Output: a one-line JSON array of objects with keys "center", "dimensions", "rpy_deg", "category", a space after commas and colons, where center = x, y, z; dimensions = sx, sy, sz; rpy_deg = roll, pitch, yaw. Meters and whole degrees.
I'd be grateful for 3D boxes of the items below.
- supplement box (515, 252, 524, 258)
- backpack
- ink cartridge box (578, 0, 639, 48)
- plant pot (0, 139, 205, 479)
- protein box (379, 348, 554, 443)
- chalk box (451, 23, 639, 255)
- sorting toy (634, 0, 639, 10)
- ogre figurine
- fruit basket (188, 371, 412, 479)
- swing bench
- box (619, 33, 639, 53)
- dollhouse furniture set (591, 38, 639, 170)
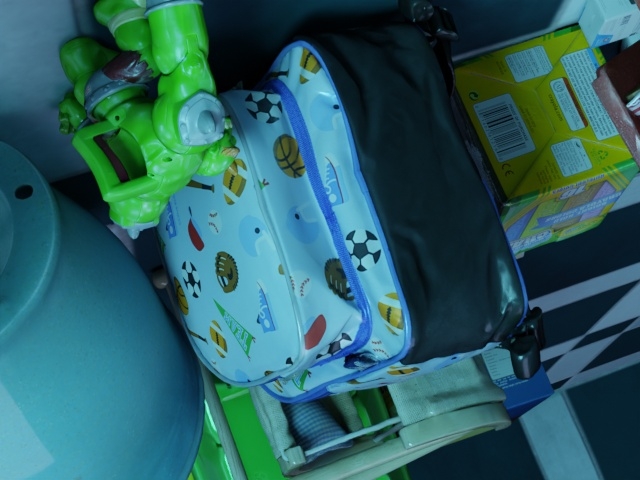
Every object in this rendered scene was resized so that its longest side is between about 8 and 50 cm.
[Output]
[{"center": [0.197, 0.015, 1.542], "dimensions": [0.098, 0.036, 0.062], "rpy_deg": [-22, 163, -1], "category": "supplement box"}, {"center": [0.000, 0.000, 0.915], "dimensions": [0.213, 0.276, 0.263], "rpy_deg": [-9, 166, -21], "category": "backpack"}, {"center": [0.253, -0.187, 1.012], "dimensions": [0.083, 0.028, 0.048], "rpy_deg": [-19, 163, -9], "category": "ink cartridge box"}, {"center": [-0.231, 0.067, 0.853], "dimensions": [0.272, 0.271, 0.255], "rpy_deg": [-20, 147, -7], "category": "plant pot"}, {"center": [0.146, 0.146, 1.597], "dimensions": [0.200, 0.201, 0.136], "rpy_deg": [-14, 161, -23], "category": "protein box"}, {"center": [0.175, -0.068, 1.107], "dimensions": [0.132, 0.132, 0.213], "rpy_deg": [-19, 164, -8], "category": "chalk box"}, {"center": [0.241, -0.236, 0.747], "dimensions": [0.255, 0.089, 0.257], "rpy_deg": [-34, 158, 36], "category": "sorting toy"}, {"center": [-0.107, -0.080, 0.753], "dimensions": [0.197, 0.118, 0.097], "rpy_deg": [-34, 159, 36], "category": "ogre figurine"}, {"center": [-0.047, 0.266, 1.518], "dimensions": [0.283, 0.392, 0.392], "rpy_deg": [-19, 163, -6], "category": "fruit basket"}, {"center": [0.015, 0.102, 1.221], "dimensions": [0.255, 0.253, 0.165], "rpy_deg": [-26, 162, 13], "category": "swing bench"}, {"center": [0.374, -0.123, 1.090], "dimensions": [0.182, 0.181, 0.119], "rpy_deg": [-22, 162, 2], "category": "box"}, {"center": [0.369, -0.143, 0.888], "dimensions": [0.201, 0.152, 0.374], "rpy_deg": [-30, -178, 41], "category": "dollhouse furniture set"}]
